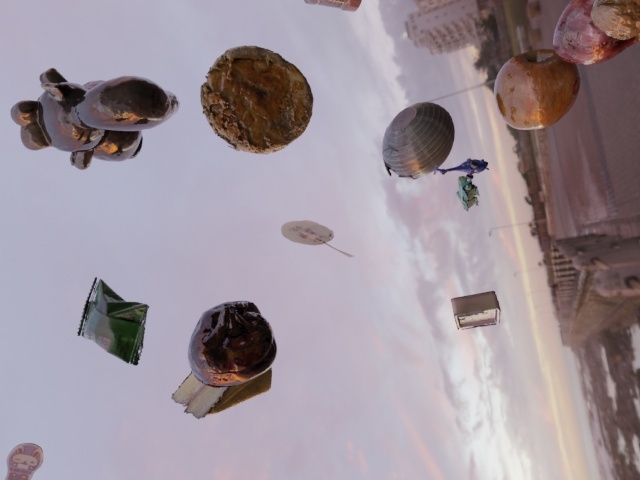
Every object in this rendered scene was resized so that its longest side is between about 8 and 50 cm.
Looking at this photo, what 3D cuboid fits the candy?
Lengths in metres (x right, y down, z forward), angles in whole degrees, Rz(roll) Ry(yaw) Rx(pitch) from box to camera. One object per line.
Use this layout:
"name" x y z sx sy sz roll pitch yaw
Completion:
"candy" -0.471 0.177 1.081 0.141 0.203 0.078 -66 -29 -13

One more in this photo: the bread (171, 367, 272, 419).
"bread" -0.360 0.451 1.713 0.405 0.346 0.242 4 -100 -51

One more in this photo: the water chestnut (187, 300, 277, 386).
"water chestnut" -0.277 0.309 1.471 0.244 0.289 0.289 66 -154 -9

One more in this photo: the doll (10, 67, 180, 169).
"doll" -0.534 -0.309 1.268 0.382 0.379 0.252 -43 -39 -67

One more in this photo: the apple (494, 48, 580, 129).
"apple" 0.577 -0.404 1.286 0.211 0.211 0.187 -69 -32 -49

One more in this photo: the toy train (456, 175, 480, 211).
"toy train" 0.256 -0.083 0.839 0.045 0.029 0.092 62 -173 24

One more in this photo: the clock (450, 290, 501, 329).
"clock" 0.513 0.234 1.580 0.192 0.147 0.071 49 -149 -61

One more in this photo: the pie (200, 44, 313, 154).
"pie" -0.151 -0.342 1.162 0.055 0.274 0.274 -176 73 -78

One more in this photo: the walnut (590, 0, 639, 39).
"walnut" 0.507 -0.383 0.808 0.096 0.082 0.078 17 -104 -16

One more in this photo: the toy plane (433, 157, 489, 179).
"toy plane" 0.406 -0.209 1.373 0.054 0.167 0.062 94 159 -46

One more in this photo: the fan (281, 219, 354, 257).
"fan" 0.000 -0.001 2.112 0.415 0.233 0.012 29 -122 -39

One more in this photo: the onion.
"onion" 0.636 -0.474 1.083 0.159 0.195 0.159 -28 -48 -35

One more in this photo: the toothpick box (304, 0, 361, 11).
"toothpick box" 0.036 -0.709 1.354 0.149 0.098 0.098 -2 -101 -23

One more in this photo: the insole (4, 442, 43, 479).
"insole" -0.607 0.465 0.972 0.065 0.197 0.004 24 -151 -19

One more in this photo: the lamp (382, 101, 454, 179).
"lamp" 0.324 -0.323 1.586 0.265 0.233 0.233 -59 -40 -18
